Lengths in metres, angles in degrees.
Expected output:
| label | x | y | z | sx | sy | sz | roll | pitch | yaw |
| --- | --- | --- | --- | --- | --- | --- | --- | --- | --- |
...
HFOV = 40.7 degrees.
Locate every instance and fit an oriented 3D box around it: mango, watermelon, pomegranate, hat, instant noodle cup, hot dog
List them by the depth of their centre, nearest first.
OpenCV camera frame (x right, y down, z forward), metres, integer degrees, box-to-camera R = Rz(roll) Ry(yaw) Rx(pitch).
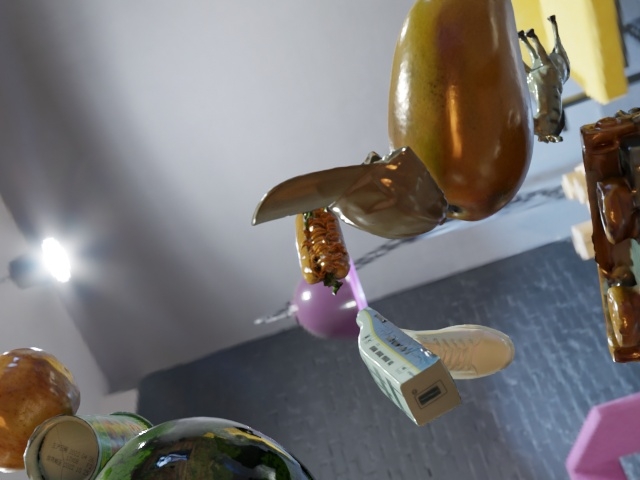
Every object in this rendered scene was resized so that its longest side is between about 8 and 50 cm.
| label | x | y | z | sx | sy | sz | roll | pitch | yaw |
| --- | --- | --- | --- | --- | --- | --- | --- | --- | --- |
| watermelon | -0.103 | 0.294 | 0.784 | 0.269 | 0.269 | 0.269 | -19 | -90 | -86 |
| hat | 0.029 | -0.027 | 0.907 | 0.144 | 0.173 | 0.166 | 52 | 178 | -5 |
| mango | 0.174 | -0.181 | 1.068 | 0.211 | 0.173 | 0.317 | -10 | -79 | -56 |
| hot dog | 0.000 | 0.000 | 1.270 | 0.188 | 0.072 | 0.055 | -103 | 3 | -49 |
| instant noodle cup | -0.425 | 0.406 | 1.612 | 0.232 | 0.207 | 0.207 | 55 | -163 | -67 |
| pomegranate | -0.600 | 0.340 | 1.733 | 0.248 | 0.248 | 0.248 | -19 | -90 | -86 |

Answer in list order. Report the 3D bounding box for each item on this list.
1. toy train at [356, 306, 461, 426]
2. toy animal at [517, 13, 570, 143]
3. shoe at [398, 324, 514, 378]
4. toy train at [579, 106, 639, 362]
| label | x | y | z | sx | sy | sz | roll | pitch | yaw |
| --- | --- | --- | --- | --- | --- | --- | --- | --- | --- |
| toy train | 0.067 | 0.115 | 0.859 | 0.052 | 0.051 | 0.234 | 63 | 170 | -15 |
| toy animal | 0.367 | -0.263 | 1.408 | 0.176 | 0.073 | 0.217 | 61 | -142 | -12 |
| shoe | 0.193 | 0.194 | 1.454 | 0.110 | 0.265 | 0.095 | -19 | -71 | -79 |
| toy train | 0.417 | -0.001 | 1.071 | 0.231 | 0.163 | 0.369 | -83 | -21 | -65 |
